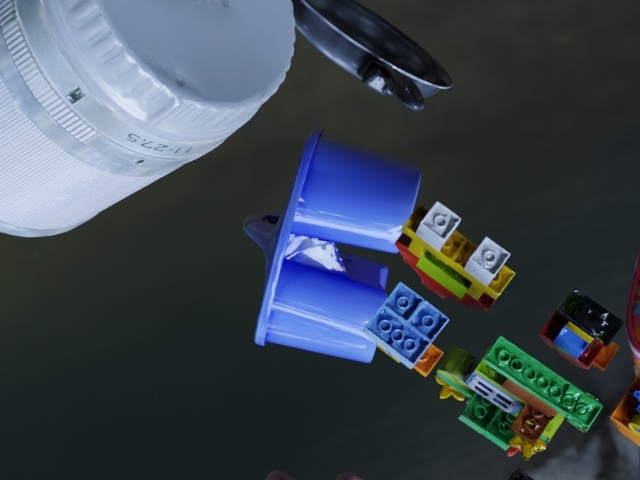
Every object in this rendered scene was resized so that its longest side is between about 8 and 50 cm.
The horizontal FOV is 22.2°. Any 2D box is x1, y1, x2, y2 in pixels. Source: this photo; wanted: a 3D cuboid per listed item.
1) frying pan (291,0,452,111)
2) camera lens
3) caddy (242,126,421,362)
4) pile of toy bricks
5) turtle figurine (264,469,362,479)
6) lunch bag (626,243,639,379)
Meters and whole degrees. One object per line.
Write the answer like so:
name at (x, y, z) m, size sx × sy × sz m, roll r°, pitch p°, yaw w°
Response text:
frying pan at (0.071, -0.166, 1.592) m, size 0.197 × 0.326 × 0.053 m, roll 20°, pitch 113°, yaw -39°
camera lens at (-0.182, -0.139, 1.240) m, size 0.219 × 0.219 × 0.274 m, roll 3°, pitch 159°, yaw -45°
caddy at (0.000, 0.000, 1.826) m, size 0.179 × 0.241 × 0.341 m, roll 14°, pitch -174°, yaw 1°
pile of toy bricks at (0.107, 0.087, 0.857) m, size 0.118 × 0.212 × 0.105 m, roll -51°, pitch 173°, yaw -17°
turtle figurine at (-0.070, 0.248, 1.211) m, size 0.269 × 0.087 × 0.217 m, roll -23°, pitch -171°, yaw 41°
lunch bag at (0.400, 0.034, 1.309) m, size 0.293 × 0.258 × 0.120 m, roll 2°, pitch 136°, yaw 22°
